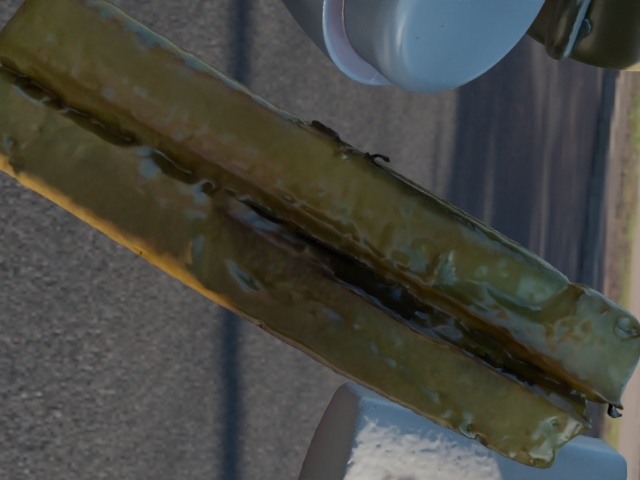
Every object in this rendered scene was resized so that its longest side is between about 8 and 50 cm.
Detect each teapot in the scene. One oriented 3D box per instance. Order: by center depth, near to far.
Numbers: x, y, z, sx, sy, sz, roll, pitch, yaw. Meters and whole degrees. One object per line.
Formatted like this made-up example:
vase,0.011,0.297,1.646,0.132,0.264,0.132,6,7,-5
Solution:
teapot,0.217,-0.232,0.789,0.267,0.186,0.175,-56,164,-36

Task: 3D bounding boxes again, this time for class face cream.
face cream,0.025,-0.104,0.387,0.091,0.095,0.091,-28,145,-22

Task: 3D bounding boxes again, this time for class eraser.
eraser,0.118,0.234,0.990,0.095,0.270,0.174,-136,-117,-69

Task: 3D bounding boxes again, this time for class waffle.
waffle,0.000,0.000,0.577,0.098,0.328,0.224,-59,168,2
